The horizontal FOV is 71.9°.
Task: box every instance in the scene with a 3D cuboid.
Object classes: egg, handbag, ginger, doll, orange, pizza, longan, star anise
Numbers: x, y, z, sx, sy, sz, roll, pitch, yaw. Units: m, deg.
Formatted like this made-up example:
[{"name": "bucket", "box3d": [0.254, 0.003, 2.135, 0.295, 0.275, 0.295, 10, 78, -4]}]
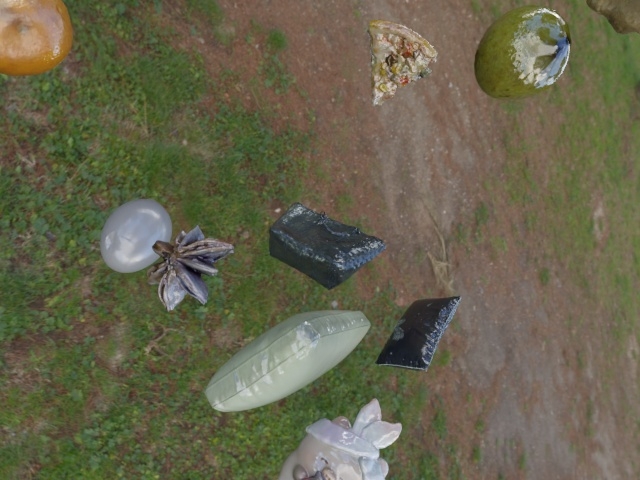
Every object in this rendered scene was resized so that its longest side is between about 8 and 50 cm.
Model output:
[{"name": "egg", "box3d": [-0.522, -0.012, 1.247, 0.176, 0.176, 0.231, 51, 40, -27]}, {"name": "handbag", "box3d": [0.000, 0.000, 1.027, 0.175, 0.271, 0.088, -43, 150, -38]}, {"name": "ginger", "box3d": [0.618, -0.456, 0.852, 0.074, 0.213, 0.137, -35, 109, -11]}, {"name": "doll", "box3d": [0.005, 0.172, 0.318, 0.127, 0.073, 0.084, -55, 147, 4]}, {"name": "orange", "box3d": [-0.706, -0.500, 1.014, 0.240, 0.240, 0.171, -6, 45, -47]}, {"name": "pizza", "box3d": [0.161, -0.401, 1.037, 0.185, 0.195, 0.052, 30, 39, 7]}, {"name": "longan", "box3d": [0.331, -0.311, 0.748, 0.155, 0.176, 0.145, -16, 99, -24]}, {"name": "star anise", "box3d": [-0.314, 0.059, 1.037, 0.229, 0.236, 0.093, 61, 9, 29]}]

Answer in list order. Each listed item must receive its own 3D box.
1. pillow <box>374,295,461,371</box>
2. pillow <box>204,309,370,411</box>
[{"name": "pillow", "box3d": [0.214, 0.198, 0.961, 0.055, 0.141, 0.208, 55, 52, -16]}, {"name": "pillow", "box3d": [-0.049, 0.226, 0.867, 0.119, 0.255, 0.322, 58, 16, 18]}]
